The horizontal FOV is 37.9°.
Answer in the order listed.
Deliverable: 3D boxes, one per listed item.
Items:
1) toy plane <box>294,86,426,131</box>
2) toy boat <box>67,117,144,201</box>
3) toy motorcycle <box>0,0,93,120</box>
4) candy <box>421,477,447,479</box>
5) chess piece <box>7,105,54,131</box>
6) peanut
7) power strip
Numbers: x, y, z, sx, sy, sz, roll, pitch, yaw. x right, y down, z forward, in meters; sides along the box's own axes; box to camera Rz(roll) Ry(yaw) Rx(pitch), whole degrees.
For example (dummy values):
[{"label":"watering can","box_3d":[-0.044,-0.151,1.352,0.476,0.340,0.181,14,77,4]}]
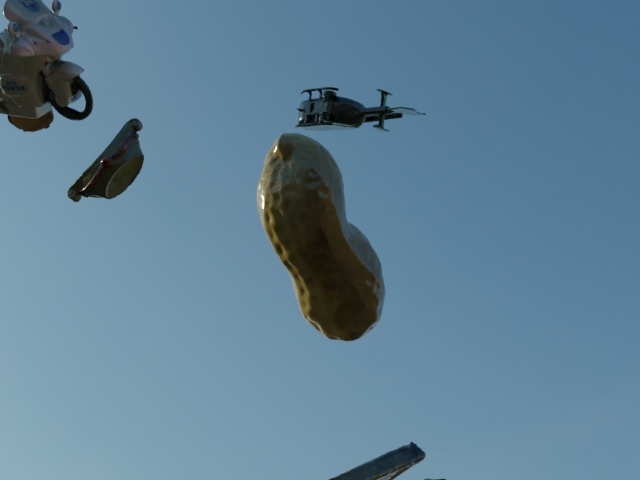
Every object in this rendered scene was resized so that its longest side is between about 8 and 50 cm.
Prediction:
[{"label":"toy plane","box_3d":[0.042,-0.189,1.408,0.235,0.060,0.096,1,-13,43]},{"label":"toy boat","box_3d":[-0.363,-0.129,1.629,0.185,0.071,0.089,-49,-27,-2]},{"label":"toy motorcycle","box_3d":[-0.364,-0.214,1.079,0.221,0.102,0.150,9,-55,22]},{"label":"candy","box_3d":[0.118,0.389,1.275,0.097,0.097,0.323,-17,-10,21]},{"label":"chess piece","box_3d":[-0.393,-0.225,1.241,0.060,0.172,0.060,-12,-33,-8]},{"label":"peanut","box_3d":[0.000,0.000,0.951,0.098,0.103,0.229,-24,-67,-4]},{"label":"power strip","box_3d":[-0.015,0.270,0.829,0.213,0.064,0.198,-9,-27,-47]}]
